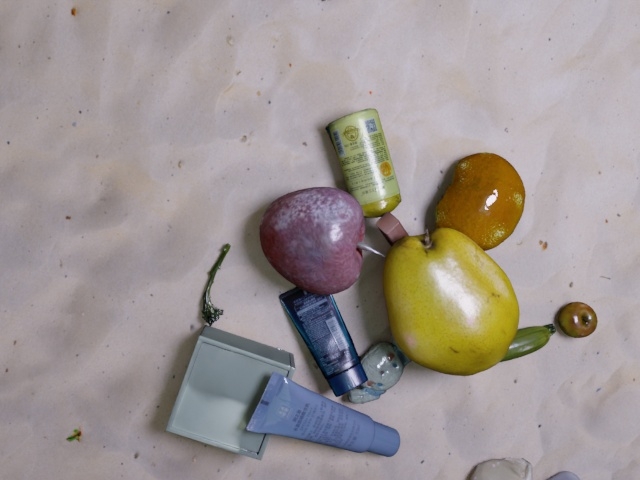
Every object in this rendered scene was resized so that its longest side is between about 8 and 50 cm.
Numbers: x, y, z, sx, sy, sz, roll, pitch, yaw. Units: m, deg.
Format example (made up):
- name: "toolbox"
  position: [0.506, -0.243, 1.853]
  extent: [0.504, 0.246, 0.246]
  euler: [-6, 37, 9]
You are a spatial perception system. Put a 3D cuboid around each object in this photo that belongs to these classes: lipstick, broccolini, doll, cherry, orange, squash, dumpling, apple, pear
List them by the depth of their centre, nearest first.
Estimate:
- name: "cherry"
  position: [0.000, 0.000, 1.122]
  extent: [0.285, 0.213, 0.236]
  euler: [15, 104, 13]
- name: "pear"
  position: [0.272, 0.137, 1.128]
  extent: [0.336, 0.285, 0.285]
  euler: [37, 91, -36]
- name: "lipstick"
  position: [0.175, -0.008, 1.188]
  extent: [0.045, 0.145, 0.045]
  euler: [-42, 53, 1]
- name: "orange"
  position: [0.373, -0.080, 1.188]
  extent: [0.179, 0.158, 0.237]
  euler: [29, 91, -24]
- name: "broccolini"
  position: [-0.247, 0.100, 1.205]
  extent: [0.052, 0.054, 0.195]
  euler: [10, 93, 13]
- name: "doll"
  position: [0.145, 0.306, 1.247]
  extent: [0.103, 0.071, 0.214]
  euler: [38, 89, -16]
- name: "squash"
  position: [0.468, 0.257, 1.275]
  extent: [0.251, 0.066, 0.066]
  euler: [-14, 97, -4]
- name: "dumpling"
  position: [0.439, 0.614, 1.276]
  extent: [0.199, 0.136, 0.118]
  euler: [-39, 105, 10]
- name: "apple"
  position: [0.633, 0.195, 1.281]
  extent: [0.089, 0.074, 0.090]
  euler: [0, 93, -6]

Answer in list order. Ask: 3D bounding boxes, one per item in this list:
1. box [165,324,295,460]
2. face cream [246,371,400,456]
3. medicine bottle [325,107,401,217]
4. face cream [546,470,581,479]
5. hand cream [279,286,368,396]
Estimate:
- name: "box"
  position: [-0.201, 0.341, 1.194]
  extent: [0.224, 0.117, 0.225]
  euler: [20, 93, -6]
- name: "face cream"
  position: [0.023, 0.416, 1.185]
  extent: [0.385, 0.086, 0.136]
  euler: [27, 87, -27]
- name: "medicine bottle"
  position: [0.104, -0.168, 1.175]
  extent: [0.124, 0.124, 0.239]
  euler: [-19, 98, -3]
- name: "face cream"
  position: [0.531, 0.724, 1.294]
  extent: [0.336, 0.080, 0.163]
  euler: [-28, 53, -2]
- name: "hand cream"
  position: [0.013, 0.222, 1.214]
  extent: [0.120, 0.061, 0.271]
  euler: [-27, 81, -1]
